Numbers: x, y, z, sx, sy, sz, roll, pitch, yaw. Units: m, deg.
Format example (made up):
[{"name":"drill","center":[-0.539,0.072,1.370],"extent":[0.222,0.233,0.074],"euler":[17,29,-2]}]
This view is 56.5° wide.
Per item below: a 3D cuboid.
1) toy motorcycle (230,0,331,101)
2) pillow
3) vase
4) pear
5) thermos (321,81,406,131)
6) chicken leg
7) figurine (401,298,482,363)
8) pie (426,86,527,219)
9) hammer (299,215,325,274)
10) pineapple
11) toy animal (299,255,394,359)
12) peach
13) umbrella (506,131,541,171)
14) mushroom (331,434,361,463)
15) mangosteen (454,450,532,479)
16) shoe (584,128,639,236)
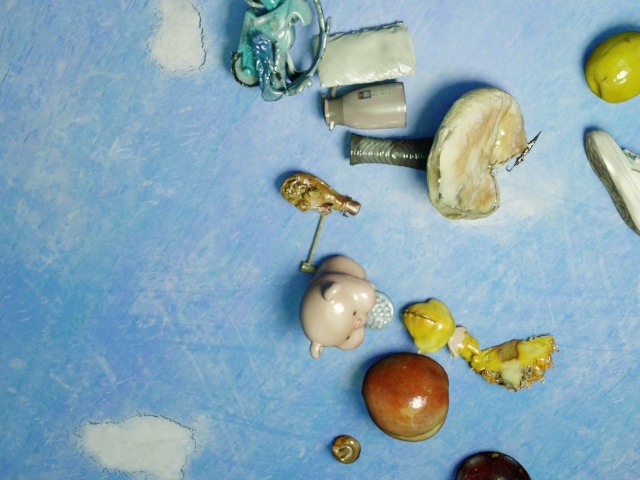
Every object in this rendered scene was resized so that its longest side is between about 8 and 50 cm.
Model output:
[{"name":"toy motorcycle","center":[-0.088,-0.441,1.305],"extent":[0.206,0.154,0.260],"euler":[15,123,-3]},{"name":"pillow","center":[0.098,-0.421,1.356],"extent":[0.229,0.051,0.128],"euler":[-7,82,4]},{"name":"vase","center":[0.189,-0.210,1.428],"extent":[0.237,0.115,0.115],"euler":[4,111,4]},{"name":"pear","center":[0.673,-0.388,1.325],"extent":[0.162,0.149,0.149],"euler":[-40,106,4]},{"name":"thermos","center":[0.098,-0.323,1.390],"extent":[0.193,0.105,0.137],"euler":[-5,83,6]},{"name":"chicken leg","center":[0.004,-0.105,1.470],"extent":[0.207,0.101,0.085],"euler":[19,109,-16]},{"name":"figurine","center":[0.325,0.245,1.592],"extent":[0.246,0.131,0.156],"euler":[28,73,-22]},{"name":"pie","center":[0.357,-0.200,1.370],"extent":[0.337,0.075,0.337],"euler":[-14,114,-35]},{"name":"hammer","center":[0.000,0.000,1.549],"extent":[0.060,0.028,0.195],"euler":[13,110,-12]},{"name":"pineapple","center":[0.544,0.373,1.621],"extent":[0.250,0.164,0.140],"euler":[-20,117,5]},{"name":"toy animal","center":[0.044,0.148,1.497],"extent":[0.229,0.221,0.210],"euler":[-7,122,-28]},{"name":"peach","center":[0.227,0.414,1.593],"extent":[0.252,0.252,0.252],"euler":[0,111,0]},{"name":"umbrella","center":[0.505,-0.216,1.466],"extent":[0.022,0.013,0.122],"euler":[42,108,8]},{"name":"mushroom","center":[0.070,0.610,1.754],"extent":[0.088,0.073,0.129],"euler":[-11,146,19]},{"name":"mangosteen","center":[0.490,0.731,1.693],"extent":[0.231,0.289,0.231],"euler":[-1,88,19]},{"name":"shoe","center":[0.769,-0.159,1.432],"extent":[0.159,0.124,0.316],"euler":[-31,113,12]}]
